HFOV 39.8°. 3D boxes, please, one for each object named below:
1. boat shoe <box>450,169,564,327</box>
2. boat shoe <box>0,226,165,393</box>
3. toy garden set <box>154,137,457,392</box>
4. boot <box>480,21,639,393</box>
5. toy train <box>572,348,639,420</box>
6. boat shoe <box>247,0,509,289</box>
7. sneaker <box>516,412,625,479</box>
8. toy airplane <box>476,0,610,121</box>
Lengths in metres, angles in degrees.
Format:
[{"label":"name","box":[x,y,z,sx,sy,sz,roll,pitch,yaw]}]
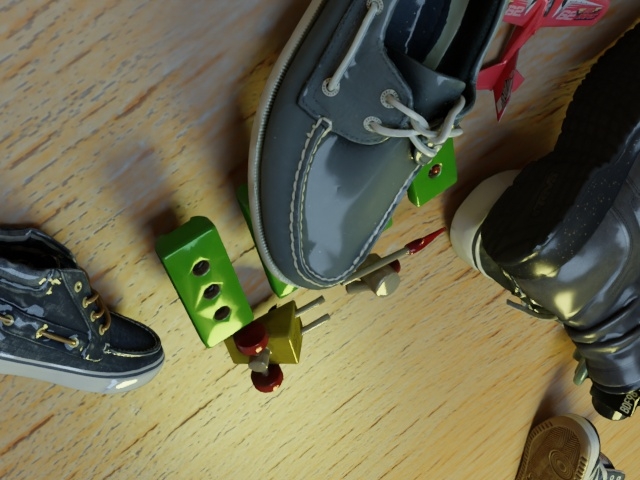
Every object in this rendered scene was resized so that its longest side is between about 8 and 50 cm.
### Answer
[{"label":"boat shoe","box":[0.234,0.031,0.890,0.113,0.105,0.306,-46,142,3]},{"label":"boat shoe","box":[-0.163,0.047,0.580,0.183,0.065,0.083,16,115,-47]},{"label":"toy garden set","box":[0.000,0.000,0.702,0.244,0.049,0.204,-33,139,-15]},{"label":"boot","box":[0.310,-0.044,0.807,0.338,0.118,0.222,-48,118,-2]},{"label":"toy train","box":[0.422,0.078,1.075,0.190,0.142,0.334,-39,148,-38]},{"label":"boat shoe","box":[0.045,-0.104,0.557,0.116,0.099,0.319,11,106,-36]},{"label":"sneaker","box":[0.383,0.318,1.297,0.153,0.099,0.282,-20,143,-21]},{"label":"toy airplane","box":[0.166,-0.168,0.707,0.151,0.028,0.151,-23,137,-23]}]
